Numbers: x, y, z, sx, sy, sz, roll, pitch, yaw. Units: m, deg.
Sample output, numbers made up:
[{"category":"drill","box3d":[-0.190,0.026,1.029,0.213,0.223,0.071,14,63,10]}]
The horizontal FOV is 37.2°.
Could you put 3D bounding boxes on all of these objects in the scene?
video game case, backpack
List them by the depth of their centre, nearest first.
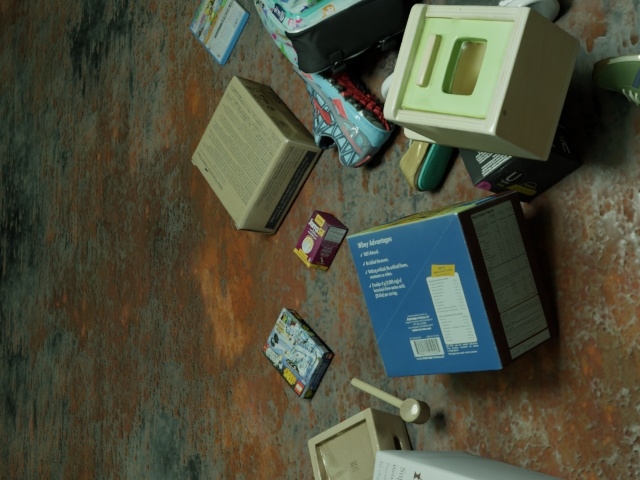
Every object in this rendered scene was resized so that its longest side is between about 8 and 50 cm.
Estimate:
[{"category":"backpack","box3d":[-0.002,-0.415,1.550,0.225,0.191,0.253,-29,42,-5]},{"category":"video game case","box3d":[-0.210,-0.450,1.956,0.166,0.015,0.119,51,120,42]}]

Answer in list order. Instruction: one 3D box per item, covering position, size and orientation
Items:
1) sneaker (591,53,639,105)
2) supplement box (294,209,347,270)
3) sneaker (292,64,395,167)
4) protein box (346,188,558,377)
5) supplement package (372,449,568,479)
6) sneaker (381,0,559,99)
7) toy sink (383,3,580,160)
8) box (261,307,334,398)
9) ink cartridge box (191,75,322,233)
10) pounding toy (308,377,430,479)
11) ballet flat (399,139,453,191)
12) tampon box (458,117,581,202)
[{"category":"sneaker","box3d":[0.406,-0.175,1.140,0.192,0.064,0.086,6,82,47]},{"category":"supplement box","box3d":[0.000,0.000,1.590,0.055,0.043,0.083,45,115,46]},{"category":"sneaker","box3d":[0.011,-0.216,1.581,0.125,0.104,0.262,-60,44,24]},{"category":"protein box","box3d":[0.171,0.060,1.258,0.199,0.136,0.201,-13,94,47]},{"category":"supplement package","box3d":[0.216,0.370,1.156,0.292,0.175,0.178,2,83,49]},{"category":"sneaker","box3d":[0.201,-0.319,1.390,0.295,0.104,0.147,-31,57,34]},{"category":"toy sink","box3d":[0.173,-0.201,1.180,0.234,0.131,0.153,17,91,46]},{"category":"box","box3d":[-0.040,0.190,1.607,0.137,0.027,0.094,44,113,45]},{"category":"ink cartridge box","box3d":[-0.121,-0.157,1.732,0.193,0.088,0.235,-59,45,24]},{"category":"pounding toy","box3d":[0.090,0.293,1.391,0.206,0.094,0.181,-34,52,29]},{"category":"ballet flat","box3d":[0.178,-0.182,1.391,0.073,0.080,0.232,51,122,43]},{"category":"tampon box","box3d":[0.250,-0.151,1.273,0.101,0.120,0.161,-38,55,36]}]
